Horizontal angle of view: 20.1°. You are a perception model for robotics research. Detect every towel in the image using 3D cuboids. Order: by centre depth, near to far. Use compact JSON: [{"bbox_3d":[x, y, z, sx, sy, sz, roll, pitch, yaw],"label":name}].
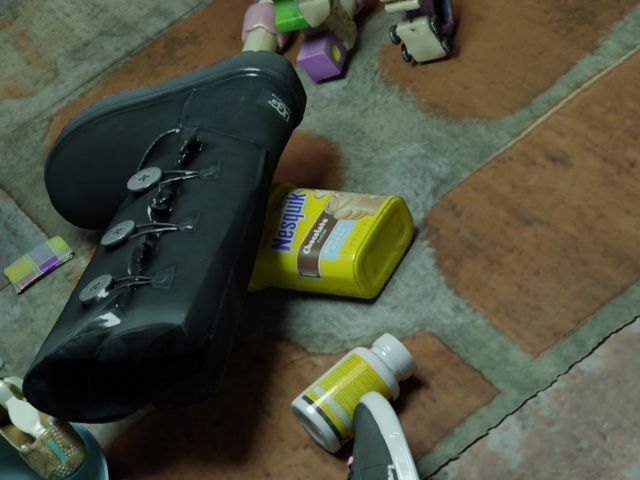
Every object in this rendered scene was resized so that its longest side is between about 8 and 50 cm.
[{"bbox_3d":[-0.338,0.028,2.158,0.083,0.009,0.060,-36,35,-10],"label":"towel"}]

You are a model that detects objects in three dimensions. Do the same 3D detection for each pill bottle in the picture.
[{"bbox_3d":[0.034,0.142,1.717,0.116,0.065,0.065,-40,37,-14],"label":"pill bottle"}]

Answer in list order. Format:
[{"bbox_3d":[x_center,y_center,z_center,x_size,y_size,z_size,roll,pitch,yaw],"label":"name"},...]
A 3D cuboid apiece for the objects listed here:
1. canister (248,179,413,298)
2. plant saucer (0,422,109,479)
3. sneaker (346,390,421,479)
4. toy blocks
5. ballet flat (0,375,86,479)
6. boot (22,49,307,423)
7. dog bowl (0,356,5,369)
[{"bbox_3d":[0.000,0.000,1.910,0.170,0.073,0.126,5,48,36],"label":"canister"},{"bbox_3d":[-0.344,0.305,1.796,0.317,0.044,0.317,-19,37,15],"label":"plant saucer"},{"bbox_3d":[0.027,0.252,1.552,0.147,0.104,0.296,-20,40,3],"label":"sneaker"},{"bbox_3d":[-0.008,-0.373,2.184,0.309,0.288,0.260,-10,45,30],"label":"toy blocks"},{"bbox_3d":[-0.304,0.174,1.833,0.073,0.067,0.206,-43,38,-17],"label":"ballet flat"},{"bbox_3d":[-0.208,0.020,1.894,0.367,0.146,0.445,-26,34,34],"label":"boot"},{"bbox_3d":[-0.454,0.184,1.859,0.265,0.104,0.265,-44,6,5],"label":"dog bowl"}]
